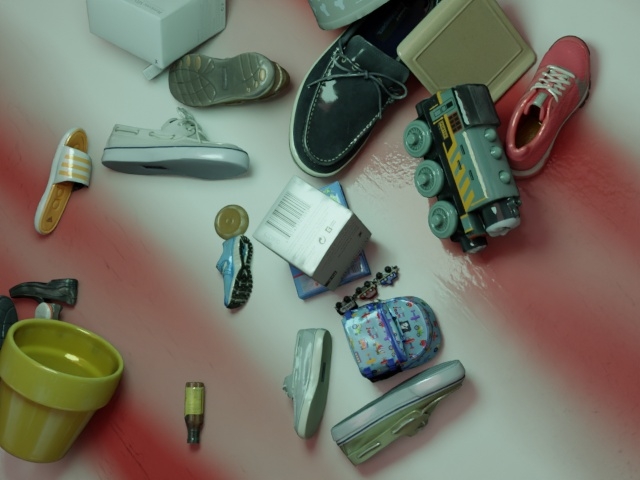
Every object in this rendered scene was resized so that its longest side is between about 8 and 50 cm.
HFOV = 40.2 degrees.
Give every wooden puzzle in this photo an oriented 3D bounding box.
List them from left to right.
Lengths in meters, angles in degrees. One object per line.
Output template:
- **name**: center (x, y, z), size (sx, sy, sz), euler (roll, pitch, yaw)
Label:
- **wooden puzzle**: center (0.299, -0.384, 1.793), size (0.221, 0.238, 0.044), euler (-46, 26, 2)

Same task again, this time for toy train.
- **toy train**: center (0.099, 0.105, 1.815), size (0.158, 0.027, 0.036), euler (-37, 74, 6)
- **toy train**: center (0.283, -0.147, 1.718), size (0.190, 0.142, 0.334), euler (-32, 70, 50)

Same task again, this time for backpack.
- **backpack**: center (0.146, 0.187, 1.738), size (0.173, 0.117, 0.158), euler (-19, 74, 9)

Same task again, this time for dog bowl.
- **dog bowl**: center (0.107, -0.587, 1.809), size (0.349, 0.349, 0.102), euler (-37, 115, 6)

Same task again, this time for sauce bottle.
- **sauce bottle**: center (-0.270, 0.366, 1.857), size (0.042, 0.042, 0.128), euler (-3, 76, 16)

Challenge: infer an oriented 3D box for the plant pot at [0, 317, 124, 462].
- **plant pot**: center (-0.579, 0.328, 1.862), size (0.254, 0.254, 0.239), euler (30, 103, 20)

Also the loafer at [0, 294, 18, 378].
- **loafer**: center (-0.752, 0.278, 1.987), size (0.095, 0.109, 0.303), euler (-8, 79, 19)

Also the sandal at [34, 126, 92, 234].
- **sandal**: center (-0.579, -0.130, 2.032), size (0.076, 0.102, 0.265), euler (21, 93, 18)

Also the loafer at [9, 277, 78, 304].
- **loafer**: center (-0.639, 0.125, 2.009), size (0.170, 0.062, 0.061), euler (-7, 81, 16)

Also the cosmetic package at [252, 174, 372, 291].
- **cosmetic package**: center (-0.013, -0.010, 1.747), size (0.151, 0.183, 0.151), euler (33, 88, 20)

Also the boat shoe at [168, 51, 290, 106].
- **boat shoe**: center (-0.208, -0.354, 1.962), size (0.324, 0.116, 0.123), euler (10, 97, 37)

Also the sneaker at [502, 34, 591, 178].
- **sneaker**: center (0.455, -0.274, 1.736), size (0.116, 0.136, 0.314), euler (24, 86, 18)

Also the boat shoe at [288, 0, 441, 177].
- **boat shoe**: center (0.095, -0.358, 1.826), size (0.187, 0.156, 0.500), euler (34, 87, -13)

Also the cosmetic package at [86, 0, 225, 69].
- **cosmetic package**: center (-0.370, -0.530, 1.976), size (0.224, 0.138, 0.225), euler (28, 51, 20)

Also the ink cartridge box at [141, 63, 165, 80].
- **ink cartridge box**: center (-0.362, -0.420, 2.042), size (0.115, 0.063, 0.029), euler (-35, 106, 6)

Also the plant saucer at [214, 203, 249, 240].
- **plant saucer**: center (-0.200, -0.042, 1.940), size (0.083, 0.015, 0.083), euler (-3, 77, 15)

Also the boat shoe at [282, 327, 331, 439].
- **boat shoe**: center (-0.033, 0.291, 1.793), size (0.081, 0.079, 0.227), euler (2, 73, 24)

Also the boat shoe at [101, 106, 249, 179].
- **boat shoe**: center (-0.318, -0.230, 1.965), size (0.367, 0.136, 0.156), euler (3, 76, 27)

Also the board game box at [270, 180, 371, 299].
- **board game box**: center (0.000, 0.000, 1.860), size (0.160, 0.039, 0.211), euler (-21, 74, 11)

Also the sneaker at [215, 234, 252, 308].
- **sneaker**: center (-0.191, 0.070, 1.900), size (0.073, 0.063, 0.162), euler (-6, 72, 33)

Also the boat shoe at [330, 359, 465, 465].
- **boat shoe**: center (0.164, 0.338, 1.718), size (0.302, 0.109, 0.094), euler (-33, 87, 16)

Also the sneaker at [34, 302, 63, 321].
- **sneaker**: center (-0.618, 0.212, 1.985), size (0.061, 0.065, 0.158), euler (35, 114, 30)
